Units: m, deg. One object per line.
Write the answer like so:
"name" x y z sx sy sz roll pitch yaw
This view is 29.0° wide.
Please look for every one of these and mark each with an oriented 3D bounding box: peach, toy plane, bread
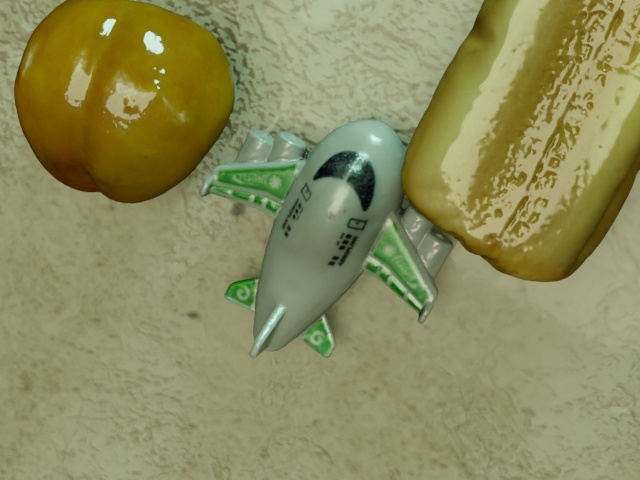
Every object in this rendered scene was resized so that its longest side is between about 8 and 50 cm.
"peach" -0.128 -0.090 0.808 0.138 0.138 0.138 3 102 13
"toy plane" 0.001 -0.001 0.819 0.174 0.080 0.174 2 99 13
"bread" 0.161 -0.128 0.746 0.142 0.091 0.305 28 106 5
